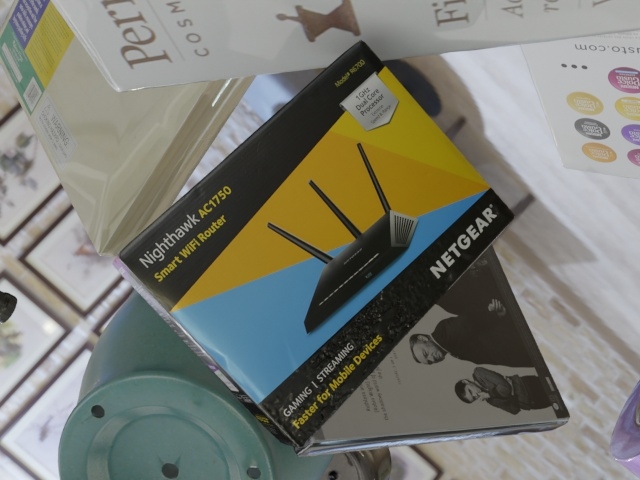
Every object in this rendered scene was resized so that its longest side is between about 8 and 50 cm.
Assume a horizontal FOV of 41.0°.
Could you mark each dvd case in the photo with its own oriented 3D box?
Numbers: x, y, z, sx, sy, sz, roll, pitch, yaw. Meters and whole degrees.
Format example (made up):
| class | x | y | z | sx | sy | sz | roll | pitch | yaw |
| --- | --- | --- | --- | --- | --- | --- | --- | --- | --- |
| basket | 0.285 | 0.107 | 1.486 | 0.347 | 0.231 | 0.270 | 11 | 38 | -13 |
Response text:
| class | x | y | z | sx | sy | sz | roll | pitch | yaw |
| --- | --- | --- | --- | --- | --- | --- | --- | --- | --- |
| dvd case | 0.063 | 0.063 | 0.634 | 0.029 | 0.239 | 0.179 | -49 | 49 | 42 |

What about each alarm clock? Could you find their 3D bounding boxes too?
| class | x | y | z | sx | sy | sz | roll | pitch | yaw |
| --- | --- | --- | --- | --- | --- | --- | --- | --- | --- |
| alarm clock | 0.007 | 0.275 | 1.000 | 0.129 | 0.064 | 0.192 | 29 | 118 | 17 |

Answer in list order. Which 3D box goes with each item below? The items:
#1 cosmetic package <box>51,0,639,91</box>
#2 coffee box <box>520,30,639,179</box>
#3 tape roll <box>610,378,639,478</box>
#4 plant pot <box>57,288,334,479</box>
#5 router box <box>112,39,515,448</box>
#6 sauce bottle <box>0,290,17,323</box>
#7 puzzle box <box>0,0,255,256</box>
| class | x | y | z | sx | sy | sz | roll | pitch | yaw |
| --- | --- | --- | --- | --- | --- | --- | --- | --- | --- |
| cosmetic package | 0.027 | -0.318 | 0.443 | 0.394 | 0.327 | 0.329 | -4 | 151 | 14 |
| coffee box | 0.510 | -0.297 | 1.148 | 0.338 | 0.338 | 0.334 | 13 | 157 | 34 |
| tape roll | 0.429 | 0.150 | 0.905 | 0.090 | 0.274 | 0.275 | 37 | 166 | 10 |
| plant pot | -0.106 | 0.156 | 0.791 | 0.272 | 0.271 | 0.255 | 41 | -162 | -2 |
| router box | 0.000 | 0.000 | 0.461 | 0.133 | 0.179 | 0.046 | 47 | 161 | -6 |
| sauce bottle | -0.302 | 0.029 | 0.676 | 0.128 | 0.042 | 0.042 | 35 | 171 | -32 |
| puzzle box | -0.242 | -0.214 | 0.976 | 0.052 | 0.272 | 0.409 | 9 | -143 | -47 |
